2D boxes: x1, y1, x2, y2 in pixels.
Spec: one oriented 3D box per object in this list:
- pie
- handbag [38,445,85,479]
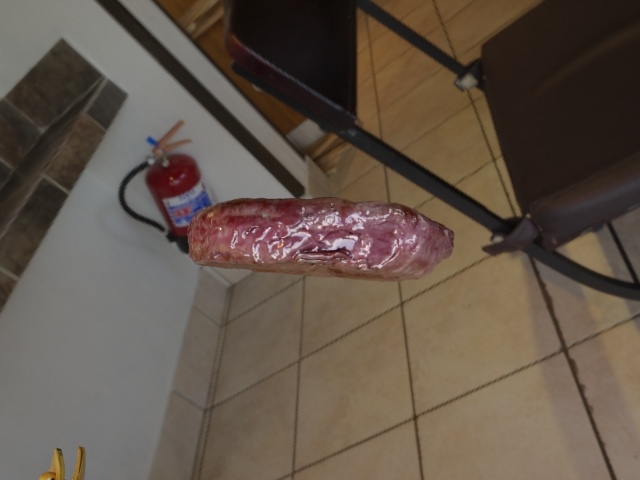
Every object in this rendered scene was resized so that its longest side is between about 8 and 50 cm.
[{"bbox_3d":[0.000,0.000,0.438,0.182,0.182,0.050,-5,80,51],"label":"pie"},{"bbox_3d":[-0.515,0.622,1.203,0.401,0.133,0.283,-105,35,-53],"label":"handbag"}]
